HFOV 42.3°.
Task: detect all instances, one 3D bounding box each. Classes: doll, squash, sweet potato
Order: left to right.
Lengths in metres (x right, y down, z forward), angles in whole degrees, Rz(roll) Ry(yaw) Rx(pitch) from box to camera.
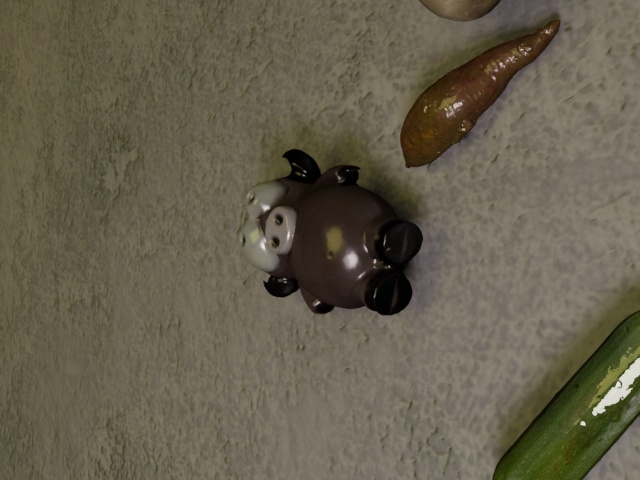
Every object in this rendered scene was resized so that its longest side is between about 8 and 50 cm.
[{"bbox_3d":[0.003,0.001,0.921,0.257,0.117,0.182,23,105,45],"label":"doll"},{"bbox_3d":[0.144,-0.147,0.833,0.226,0.068,0.068,-43,54,33],"label":"sweet potato"},{"bbox_3d":[0.220,0.151,0.695,0.229,0.066,0.066,-58,47,21],"label":"squash"}]

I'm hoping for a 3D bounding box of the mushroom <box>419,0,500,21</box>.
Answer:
[{"bbox_3d":[0.182,-0.292,0.751,0.215,0.207,0.207,22,101,13],"label":"mushroom"}]
